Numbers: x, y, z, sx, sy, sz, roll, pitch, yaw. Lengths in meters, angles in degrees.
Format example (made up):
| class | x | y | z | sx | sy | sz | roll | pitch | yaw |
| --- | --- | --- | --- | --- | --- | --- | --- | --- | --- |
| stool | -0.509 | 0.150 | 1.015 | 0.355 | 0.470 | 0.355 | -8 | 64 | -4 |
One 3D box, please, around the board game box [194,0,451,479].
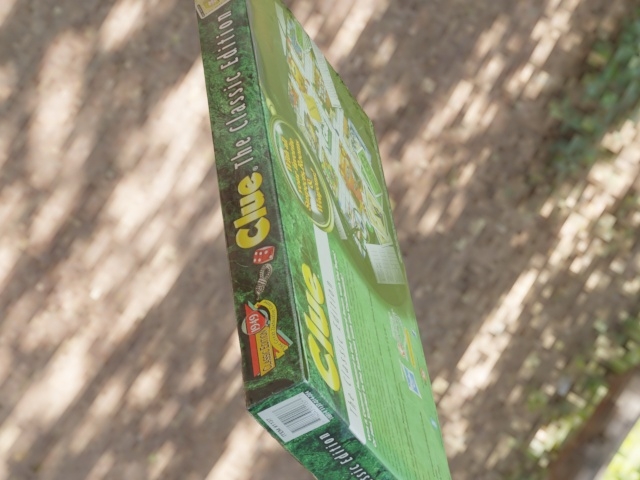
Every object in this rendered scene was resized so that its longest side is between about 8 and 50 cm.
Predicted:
| class | x | y | z | sx | sy | sz | roll | pitch | yaw |
| --- | --- | --- | --- | --- | --- | --- | --- | --- | --- |
| board game box | 0.000 | 0.000 | 0.728 | 0.030 | 0.259 | 0.136 | -24 | 133 | 14 |
